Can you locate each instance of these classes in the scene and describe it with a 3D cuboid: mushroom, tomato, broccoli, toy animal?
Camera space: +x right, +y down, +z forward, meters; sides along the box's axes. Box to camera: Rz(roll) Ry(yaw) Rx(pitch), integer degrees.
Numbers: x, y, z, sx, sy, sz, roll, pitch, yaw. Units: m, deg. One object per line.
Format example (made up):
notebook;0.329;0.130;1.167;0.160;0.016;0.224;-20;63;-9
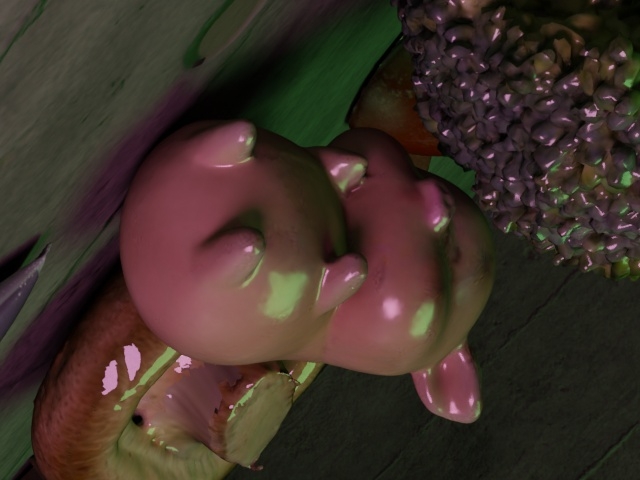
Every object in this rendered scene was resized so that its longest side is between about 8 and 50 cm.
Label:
mushroom;-0.082;0.072;1.139;0.278;0.146;0.278;-38;151;-26
tomato;0.125;-0.132;1.372;0.199;0.112;0.228;-44;170;-1
broccoli;0.173;-0.130;1.014;0.317;0.277;0.338;-36;176;-22
toy animal;-0.003;0.011;0.979;0.250;0.166;0.154;14;159;-38

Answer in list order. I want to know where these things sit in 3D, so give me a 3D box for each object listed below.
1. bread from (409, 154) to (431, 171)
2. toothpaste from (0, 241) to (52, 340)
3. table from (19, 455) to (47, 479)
bread;0.028;-0.030;1.531;0.192;0.067;0.119;-43;173;-22
toothpaste;-0.227;0.105;0.811;0.114;0.073;0.299;-51;179;38
table;-0.229;0.232;1.442;0.082;0.083;0.070;-42;173;25
